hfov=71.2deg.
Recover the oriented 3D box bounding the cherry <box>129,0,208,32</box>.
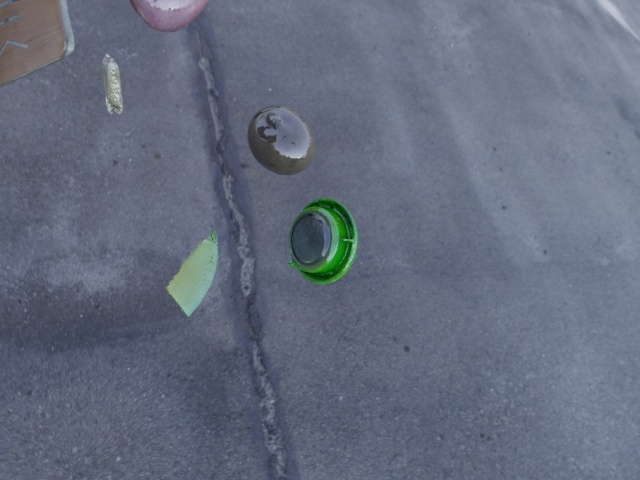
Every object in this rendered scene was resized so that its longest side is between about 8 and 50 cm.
[{"bbox_3d":[-0.482,-0.779,1.400,0.206,0.240,0.239,49,43,-43],"label":"cherry"}]

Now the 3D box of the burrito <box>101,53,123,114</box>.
[{"bbox_3d":[-0.632,-0.470,1.358,0.058,0.188,0.045,17,39,5],"label":"burrito"}]

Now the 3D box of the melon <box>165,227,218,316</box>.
[{"bbox_3d":[-0.368,0.086,1.310,0.114,0.053,0.261,27,77,-21],"label":"melon"}]

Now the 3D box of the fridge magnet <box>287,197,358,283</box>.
[{"bbox_3d":[0.000,0.000,1.069,0.088,0.208,0.207,7,60,-47],"label":"fridge magnet"}]

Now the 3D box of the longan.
[{"bbox_3d":[-0.098,-0.253,1.146,0.189,0.189,0.189,13,59,-23],"label":"longan"}]

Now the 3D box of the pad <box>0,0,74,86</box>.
[{"bbox_3d":[-0.529,-0.408,0.735,0.018,0.287,0.283,-18,100,-65],"label":"pad"}]
